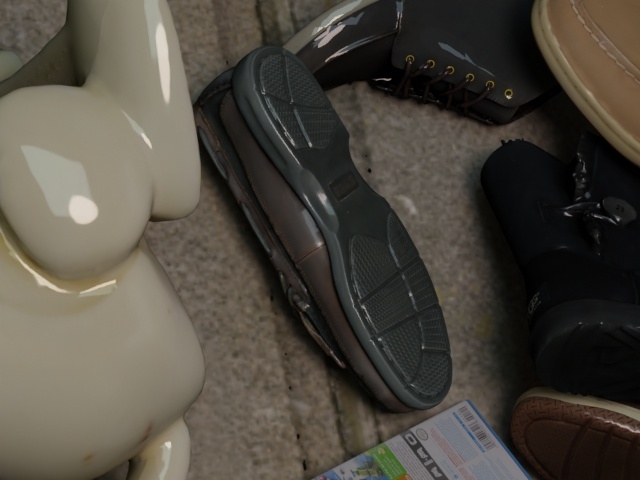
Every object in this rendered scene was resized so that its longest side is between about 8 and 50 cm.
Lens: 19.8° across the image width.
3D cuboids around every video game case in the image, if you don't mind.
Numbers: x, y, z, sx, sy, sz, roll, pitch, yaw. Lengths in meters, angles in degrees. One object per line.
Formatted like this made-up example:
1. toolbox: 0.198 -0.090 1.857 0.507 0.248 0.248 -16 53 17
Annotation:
1. video game case: 0.069 0.182 1.198 0.166 0.015 0.119 -23 64 -32

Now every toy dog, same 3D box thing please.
1. toy dog: -0.294 0.045 1.032 0.408 0.284 0.395 -15 95 -31

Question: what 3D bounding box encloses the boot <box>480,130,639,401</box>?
1. boot: 0.238 0.021 1.256 0.246 0.094 0.207 10 41 -14

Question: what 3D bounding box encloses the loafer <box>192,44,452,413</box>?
1. loafer: 0.000 0.000 1.251 0.096 0.084 0.267 -25 88 -51

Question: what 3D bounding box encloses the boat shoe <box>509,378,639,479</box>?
1. boat shoe: 0.253 0.150 1.261 0.257 0.095 0.095 26 42 -4

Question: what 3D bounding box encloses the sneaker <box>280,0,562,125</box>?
1. sneaker: 0.075 -0.123 1.306 0.222 0.083 0.118 -24 81 -21

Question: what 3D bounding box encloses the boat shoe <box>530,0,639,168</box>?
1. boat shoe: 0.300 -0.085 1.252 0.341 0.110 0.121 37 49 -2
